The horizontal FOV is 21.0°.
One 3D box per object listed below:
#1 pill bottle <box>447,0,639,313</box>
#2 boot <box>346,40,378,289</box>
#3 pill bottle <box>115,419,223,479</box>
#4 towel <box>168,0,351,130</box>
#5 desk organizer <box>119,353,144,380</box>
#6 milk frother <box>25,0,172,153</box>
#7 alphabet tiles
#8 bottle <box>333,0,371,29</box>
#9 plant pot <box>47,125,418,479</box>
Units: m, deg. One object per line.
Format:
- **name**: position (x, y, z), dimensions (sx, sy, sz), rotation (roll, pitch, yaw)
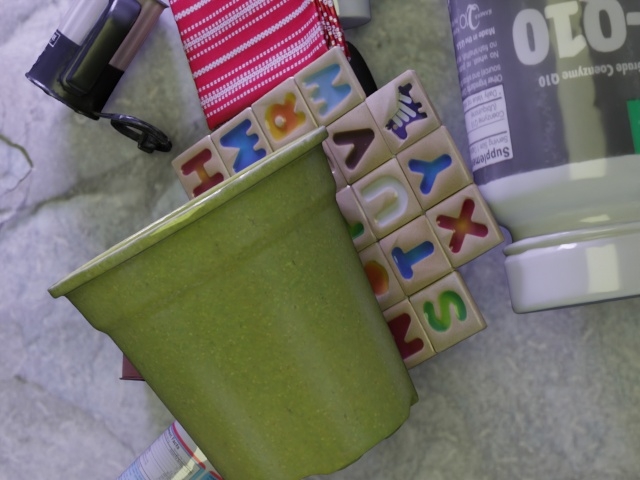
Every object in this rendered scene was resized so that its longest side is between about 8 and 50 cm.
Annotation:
- **pill bottle**: position (0.227, -0.125, 1.530), dimensions (0.204, 0.204, 0.361), rotation (-10, 86, 10)
- **boot**: position (0.022, -0.032, 1.617), dimensions (0.115, 0.112, 0.305), rotation (-11, 87, 20)
- **pill bottle**: position (-0.126, 0.220, 1.634), dimensions (0.160, 0.087, 0.087), rotation (-44, 81, 5)
- **towel**: position (-0.084, -0.263, 1.631), dimensions (0.199, 0.031, 0.275), rotation (-23, 83, 43)
- **desk organizer**: position (-0.123, 0.110, 1.646), dimensions (0.130, 0.047, 0.050), rotation (-1, 83, 24)
- **milk frother**: position (-0.186, -0.173, 1.670), dimensions (0.143, 0.129, 0.134), rotation (29, 97, -33)
- **alphabet tiles**: position (0.000, 0.000, 1.583), dimensions (0.342, 0.011, 0.285), rotation (-32, 82, 35)
- **bottle**: position (-0.004, -0.342, 1.639), dimensions (0.118, 0.092, 0.283), rotation (-8, 86, 15)
- **plant pot**: position (-0.053, 0.079, 1.491), dimensions (0.276, 0.276, 0.254), rotation (-29, 94, 8)
